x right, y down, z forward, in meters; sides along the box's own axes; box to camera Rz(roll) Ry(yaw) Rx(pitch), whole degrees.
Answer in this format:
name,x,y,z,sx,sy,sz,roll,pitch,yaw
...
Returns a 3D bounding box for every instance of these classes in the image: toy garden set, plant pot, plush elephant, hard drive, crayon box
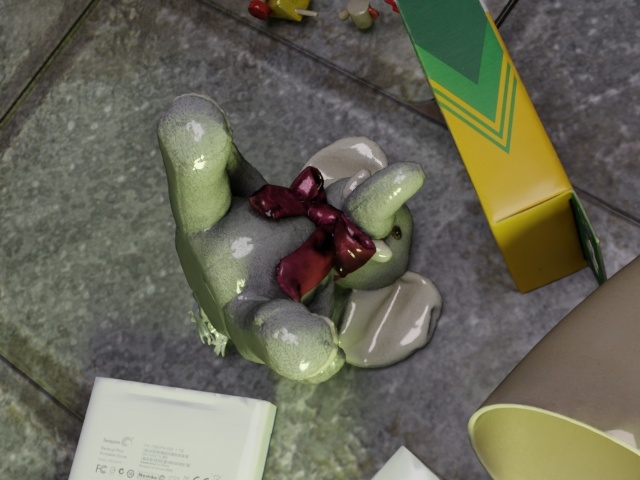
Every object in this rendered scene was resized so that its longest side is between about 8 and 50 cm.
name,x,y,z,sx,sy,sz,roll,pitch,yaw
toy garden set,0.043,-0.334,1.314,0.244,0.049,0.204,17,74,22
plant pot,0.308,0.120,0.953,0.256,0.256,0.274,26,64,25
plush elephant,0.000,0.000,1.093,0.255,0.330,0.272,-24,75,-17
hard drive,-0.177,0.311,1.129,0.210,0.040,0.319,5,71,20
crayon box,0.181,-0.086,1.080,0.083,0.203,0.323,-24,64,8

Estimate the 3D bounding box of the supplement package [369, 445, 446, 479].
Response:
name,x,y,z,sx,sy,sz,roll,pitch,yaw
supplement package,0.095,0.270,0.979,0.105,0.179,0.105,-46,63,-4
